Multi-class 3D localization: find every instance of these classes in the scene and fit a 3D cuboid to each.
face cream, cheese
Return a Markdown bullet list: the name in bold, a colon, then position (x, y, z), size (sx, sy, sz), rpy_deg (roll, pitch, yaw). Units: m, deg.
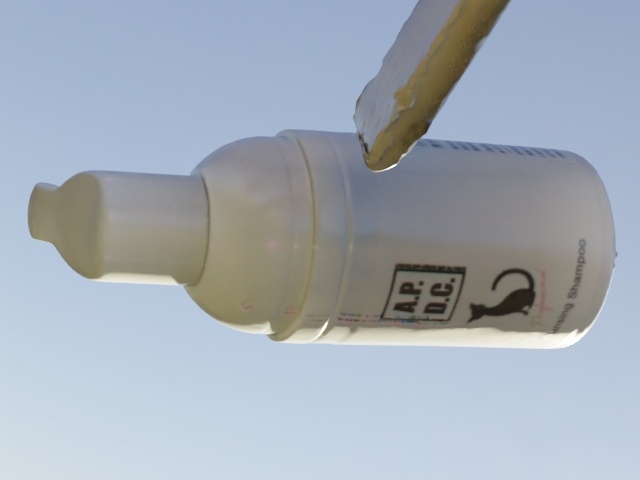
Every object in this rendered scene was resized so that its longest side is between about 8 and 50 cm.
- **face cream**: position (0.000, 0.000, 0.873), size (0.370, 0.145, 0.145), rpy_deg (1, -13, -21)
- **cheese**: position (0.128, -0.207, 0.663), size (0.034, 0.400, 0.085), rpy_deg (28, 22, -11)
